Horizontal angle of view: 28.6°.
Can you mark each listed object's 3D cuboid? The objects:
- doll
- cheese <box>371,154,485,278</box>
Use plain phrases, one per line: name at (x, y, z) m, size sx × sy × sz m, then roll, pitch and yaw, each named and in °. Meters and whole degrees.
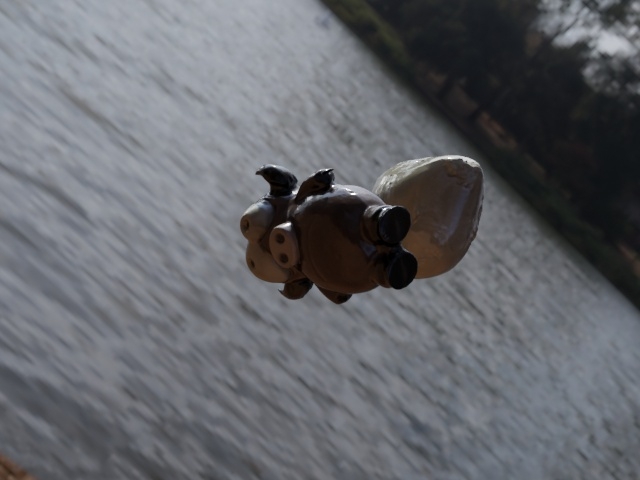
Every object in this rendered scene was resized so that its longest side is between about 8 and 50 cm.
doll at (0.003, 0.000, 1.512) m, size 0.257 × 0.182 × 0.117 m, roll 7°, pitch 22°, yaw 40°
cheese at (0.153, -0.035, 1.893) m, size 0.154 × 0.189 × 0.198 m, roll 6°, pitch -5°, yaw -27°
